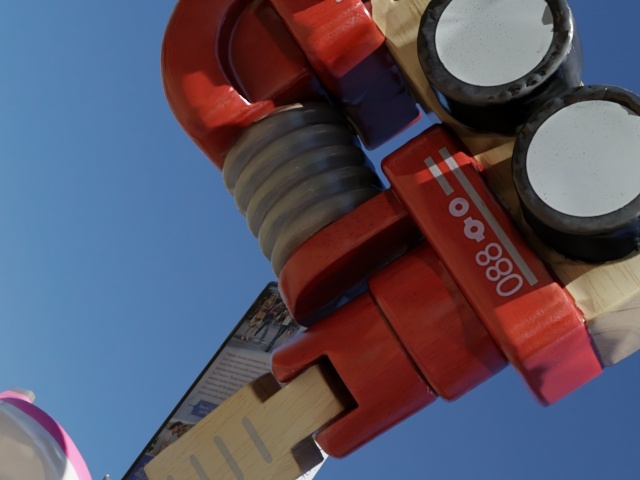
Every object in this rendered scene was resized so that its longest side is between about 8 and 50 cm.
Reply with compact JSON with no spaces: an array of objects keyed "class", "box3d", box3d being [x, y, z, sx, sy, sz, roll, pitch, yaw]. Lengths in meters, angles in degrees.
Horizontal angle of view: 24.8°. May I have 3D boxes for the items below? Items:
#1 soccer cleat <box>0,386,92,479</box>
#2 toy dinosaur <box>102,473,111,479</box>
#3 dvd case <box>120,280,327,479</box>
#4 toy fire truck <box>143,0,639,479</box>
[{"class":"soccer cleat","box3d":[-0.234,0.177,0.775,0.331,0.143,0.116,-30,-86,49]},{"class":"toy dinosaur","box3d":[-0.166,0.218,0.929,0.064,0.118,0.268,48,-27,-2]},{"class":"dvd case","box3d":[-0.051,0.141,1.166,0.180,0.253,0.022,8,-35,49]},{"class":"toy fire truck","box3d":[0.000,0.000,0.588,0.217,0.246,0.158,58,3,27]}]
